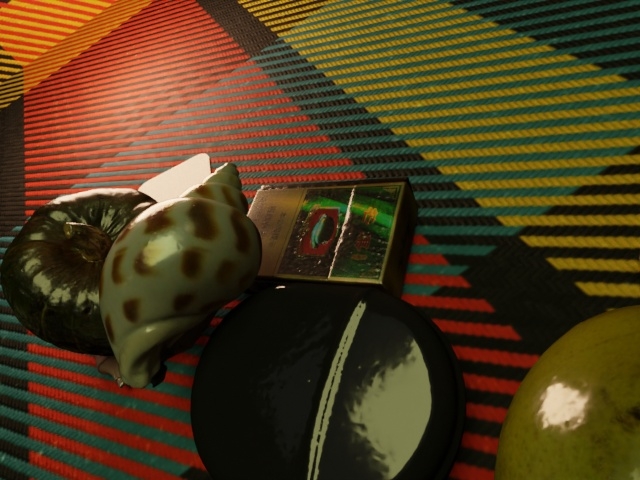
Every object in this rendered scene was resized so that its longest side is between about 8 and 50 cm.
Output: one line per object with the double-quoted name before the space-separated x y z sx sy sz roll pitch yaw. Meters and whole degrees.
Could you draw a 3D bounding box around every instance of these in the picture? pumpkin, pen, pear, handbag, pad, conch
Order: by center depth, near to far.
"pear" 0.228 0.161 0.309 0.269 0.212 0.212 -38 48 -11
"handbag" -0.005 0.165 0.496 0.307 0.093 0.254 1 62 29
"conch" -0.158 0.027 0.555 0.148 0.183 0.275 43 65 -1
"pumpkin" -0.313 0.033 0.668 0.260 0.189 0.261 4 50 -5
"pen" -0.329 0.155 0.723 0.053 0.032 0.197 -41 47 -6
"pad" -0.273 -0.049 0.863 0.176 0.002 0.266 -25 49 10

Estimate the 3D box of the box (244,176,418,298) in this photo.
"box" 0.000 0.000 0.639 0.239 0.071 0.160 0 55 28
